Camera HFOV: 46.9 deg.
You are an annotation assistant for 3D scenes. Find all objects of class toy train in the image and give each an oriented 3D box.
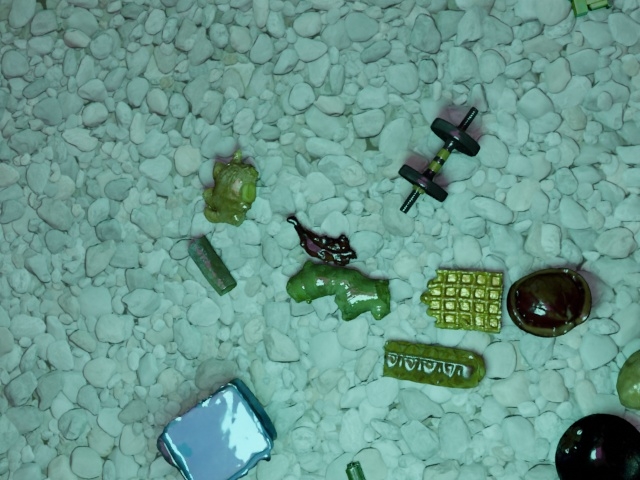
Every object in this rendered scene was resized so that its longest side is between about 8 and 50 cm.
[{"bbox_3d":[0.702,-0.630,1.908,0.122,0.050,0.081,-13,89,9],"label":"toy train"},{"bbox_3d":[0.094,0.628,1.935,0.038,0.056,0.093,-21,82,10],"label":"toy train"}]

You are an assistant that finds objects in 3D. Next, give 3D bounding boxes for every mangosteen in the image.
[{"bbox_3d":[0.679,0.532,1.763,0.243,0.243,0.243,-1,86,10],"label":"mangosteen"}]

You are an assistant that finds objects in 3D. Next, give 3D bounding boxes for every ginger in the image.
[{"bbox_3d":[0.052,0.137,1.961,0.290,0.089,0.137,19,109,7],"label":"ginger"},{"bbox_3d":[-0.240,-0.145,2.025,0.157,0.102,0.216,13,92,35],"label":"ginger"}]

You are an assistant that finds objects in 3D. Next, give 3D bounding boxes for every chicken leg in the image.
[{"bbox_3d":[-0.001,0.007,1.997,0.219,0.048,0.089,21,87,11],"label":"chicken leg"}]

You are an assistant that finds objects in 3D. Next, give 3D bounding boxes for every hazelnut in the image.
[{"bbox_3d":[0.566,0.151,1.828,0.201,0.160,0.170,-34,80,12],"label":"hazelnut"}]

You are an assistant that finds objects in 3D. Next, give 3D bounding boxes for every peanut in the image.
[{"bbox_3d":[0.877,0.282,1.744,0.387,0.192,0.169,-35,68,6],"label":"peanut"}]

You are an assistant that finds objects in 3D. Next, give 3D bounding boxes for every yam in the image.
[{"bbox_3d":[-0.302,0.072,2.040,0.068,0.068,0.169,-35,80,6],"label":"yam"}]

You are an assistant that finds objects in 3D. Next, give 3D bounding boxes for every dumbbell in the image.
[{"bbox_3d":[0.306,-0.206,1.905,0.143,0.143,0.325,35,93,11],"label":"dumbbell"}]

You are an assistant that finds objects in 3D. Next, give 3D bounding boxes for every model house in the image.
[{"bbox_3d":[-0.257,0.497,1.895,0.237,0.303,0.215,-35,88,-4],"label":"model house"}]

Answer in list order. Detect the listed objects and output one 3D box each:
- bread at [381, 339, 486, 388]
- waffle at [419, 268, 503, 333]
[{"bbox_3d":[0.291,0.321,1.905,0.269,0.098,0.087,6,129,10],"label":"bread"},{"bbox_3d":[0.364,0.157,1.916,0.210,0.055,0.160,1,86,10],"label":"waffle"}]
